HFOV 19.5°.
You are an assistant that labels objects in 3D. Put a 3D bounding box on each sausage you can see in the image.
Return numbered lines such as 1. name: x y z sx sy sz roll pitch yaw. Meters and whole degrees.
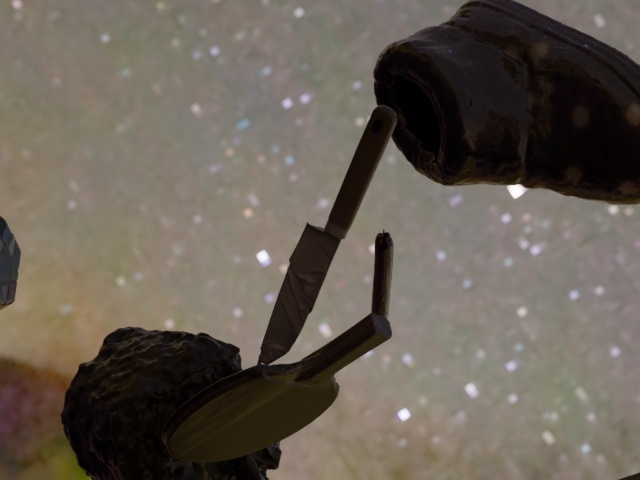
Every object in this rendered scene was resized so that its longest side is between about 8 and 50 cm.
1. sausage: 0.078 0.049 2.362 0.198 0.025 0.028 92 1 -53

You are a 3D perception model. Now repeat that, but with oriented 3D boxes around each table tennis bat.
1. table tennis bat: -0.031 0.120 1.470 0.130 0.220 0.019 17 45 -49

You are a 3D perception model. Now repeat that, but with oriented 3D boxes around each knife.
1. knife: 0.001 -0.001 1.801 0.047 0.017 0.298 29 -69 15

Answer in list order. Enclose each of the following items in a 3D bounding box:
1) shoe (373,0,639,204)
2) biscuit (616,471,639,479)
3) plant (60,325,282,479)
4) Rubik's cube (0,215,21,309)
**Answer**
1. shoe: 0.237 -0.142 2.214 0.384 0.237 0.171 38 -34 33
2. biscuit: 0.236 0.311 1.861 0.038 0.322 0.099 -92 159 -68
3. plant: -0.151 0.229 2.231 0.312 0.213 0.215 7 -46 49
4. Rubik's cube: -0.332 0.021 1.667 0.112 0.133 0.133 4 -37 12
